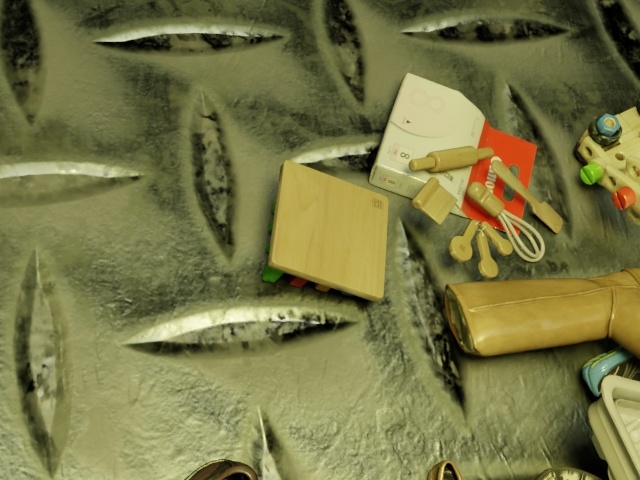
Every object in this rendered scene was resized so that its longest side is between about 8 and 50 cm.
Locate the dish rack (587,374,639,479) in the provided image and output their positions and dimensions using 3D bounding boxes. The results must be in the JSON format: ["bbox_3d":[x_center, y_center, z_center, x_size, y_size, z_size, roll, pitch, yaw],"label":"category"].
[{"bbox_3d":[0.452,0.309,1.115,0.333,0.072,0.285,18,41,-35],"label":"dish rack"}]

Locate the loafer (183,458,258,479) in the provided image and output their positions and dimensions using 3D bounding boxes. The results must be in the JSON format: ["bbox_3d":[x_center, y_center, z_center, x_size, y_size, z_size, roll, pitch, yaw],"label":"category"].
[{"bbox_3d":[-0.174,0.340,0.971,0.109,0.095,0.302,42,64,1],"label":"loafer"}]

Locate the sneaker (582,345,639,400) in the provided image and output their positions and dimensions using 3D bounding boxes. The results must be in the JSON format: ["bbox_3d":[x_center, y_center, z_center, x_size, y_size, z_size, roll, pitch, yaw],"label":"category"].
[{"bbox_3d":[0.435,0.173,1.286,0.188,0.067,0.078,-18,86,-24],"label":"sneaker"}]

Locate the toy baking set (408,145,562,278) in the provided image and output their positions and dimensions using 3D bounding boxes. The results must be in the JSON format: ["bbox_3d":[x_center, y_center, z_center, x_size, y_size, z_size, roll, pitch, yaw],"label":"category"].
[{"bbox_3d":[0.230,-0.046,1.348,0.256,0.030,0.197,-17,78,-39],"label":"toy baking set"}]

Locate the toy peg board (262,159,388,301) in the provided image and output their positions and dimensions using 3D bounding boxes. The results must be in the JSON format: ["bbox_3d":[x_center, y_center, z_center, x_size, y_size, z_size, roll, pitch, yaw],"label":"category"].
[{"bbox_3d":[0.000,0.000,1.283,0.160,0.079,0.161,19,56,-20],"label":"toy peg board"}]

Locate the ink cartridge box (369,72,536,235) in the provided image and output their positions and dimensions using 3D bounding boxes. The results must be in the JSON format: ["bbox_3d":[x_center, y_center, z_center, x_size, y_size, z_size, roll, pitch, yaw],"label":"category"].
[{"bbox_3d":[0.206,-0.130,1.411,0.232,0.066,0.189,18,57,3],"label":"ink cartridge box"}]

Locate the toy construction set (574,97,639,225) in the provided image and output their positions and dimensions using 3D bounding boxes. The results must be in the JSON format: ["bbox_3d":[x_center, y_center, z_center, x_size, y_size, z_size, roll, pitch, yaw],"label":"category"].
[{"bbox_3d":[0.515,-0.116,1.431,0.327,0.151,0.215,-19,65,-35],"label":"toy construction set"}]

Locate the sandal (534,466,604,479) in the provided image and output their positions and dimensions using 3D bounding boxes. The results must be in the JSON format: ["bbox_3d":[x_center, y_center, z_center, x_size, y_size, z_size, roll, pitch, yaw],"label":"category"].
[{"bbox_3d":[0.359,0.376,1.129,0.303,0.086,0.120,35,79,-11],"label":"sandal"}]

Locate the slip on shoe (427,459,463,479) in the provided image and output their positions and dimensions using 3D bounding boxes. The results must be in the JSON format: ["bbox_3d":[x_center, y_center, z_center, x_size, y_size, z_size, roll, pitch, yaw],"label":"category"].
[{"bbox_3d":[0.158,0.327,1.131,0.051,0.041,0.135,3,59,-12],"label":"slip on shoe"}]

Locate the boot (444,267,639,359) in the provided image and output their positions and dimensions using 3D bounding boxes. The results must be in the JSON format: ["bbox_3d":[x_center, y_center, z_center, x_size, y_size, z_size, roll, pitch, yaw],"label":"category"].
[{"bbox_3d":[0.318,0.119,1.217,0.269,0.089,0.236,-5,25,-9],"label":"boot"}]
